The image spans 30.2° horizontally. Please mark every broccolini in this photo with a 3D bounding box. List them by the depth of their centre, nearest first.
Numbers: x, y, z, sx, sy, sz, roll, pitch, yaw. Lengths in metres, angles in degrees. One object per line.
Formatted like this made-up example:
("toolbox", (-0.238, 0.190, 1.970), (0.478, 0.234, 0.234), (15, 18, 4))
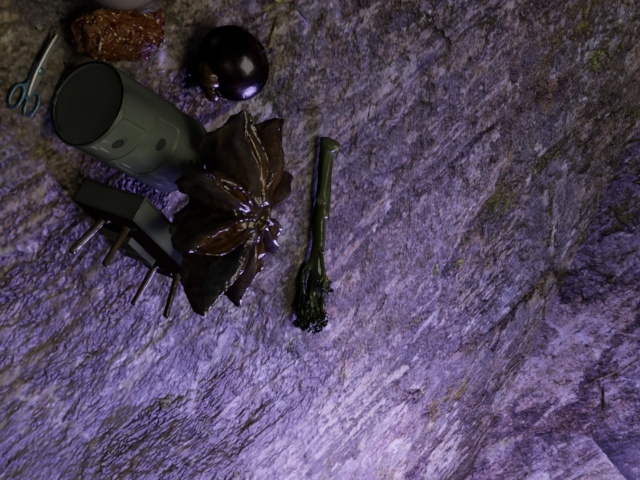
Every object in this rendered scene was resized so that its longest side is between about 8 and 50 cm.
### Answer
("broccolini", (0.005, -0.001, 2.268), (0.079, 0.074, 0.392), (-33, 134, -56))

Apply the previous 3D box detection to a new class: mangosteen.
("mangosteen", (-0.149, -0.270, 1.856), (0.140, 0.140, 0.140), (-34, 132, -47))

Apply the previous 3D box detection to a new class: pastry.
("pastry", (-0.278, -0.282, 1.662), (0.169, 0.087, 0.063), (-11, 71, -54))

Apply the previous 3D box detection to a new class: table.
("table", (-0.270, -0.159, 1.698), (0.220, 0.126, 0.126), (30, 80, -60))
("table", (-0.276, 0.022, 1.786), (0.111, 0.122, 0.240), (-62, 147, -16))

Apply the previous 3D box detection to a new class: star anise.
("star anise", (-0.133, -0.044, 1.763), (0.332, 0.118, 0.331), (-42, 141, -48))

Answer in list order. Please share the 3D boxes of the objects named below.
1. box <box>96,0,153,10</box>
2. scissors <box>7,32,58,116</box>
("box", (-0.253, -0.495, 1.532), (0.288, 0.141, 0.349), (-58, 147, -26))
("scissors", (-0.381, -0.225, 1.592), (0.058, 0.014, 0.119), (28, 85, -60))
